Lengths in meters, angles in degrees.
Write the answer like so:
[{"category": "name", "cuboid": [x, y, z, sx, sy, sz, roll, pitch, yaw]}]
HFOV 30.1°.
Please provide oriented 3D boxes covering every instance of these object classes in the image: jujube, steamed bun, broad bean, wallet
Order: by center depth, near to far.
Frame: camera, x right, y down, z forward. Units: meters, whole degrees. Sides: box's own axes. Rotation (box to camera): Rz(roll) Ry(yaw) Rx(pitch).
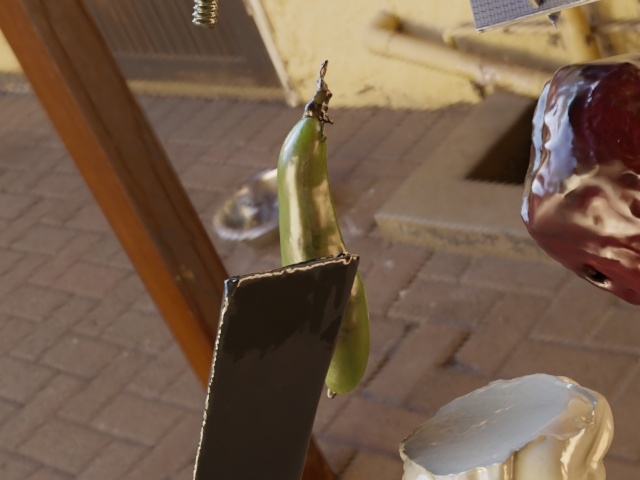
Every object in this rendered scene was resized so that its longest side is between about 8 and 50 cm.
[{"category": "steamed bun", "cuboid": [0.152, 0.186, 0.956, 0.183, 0.106, 0.183, -24, 10, 5]}, {"category": "wallet", "cuboid": [-0.049, 0.146, 1.020, 0.030, 0.285, 0.146, 29, 28, 35]}, {"category": "broad bean", "cuboid": [-0.001, 0.003, 1.107, 0.075, 0.325, 0.067, -12, 22, -16]}, {"category": "jujube", "cuboid": [0.388, -0.045, 1.288, 0.377, 0.258, 0.258, 32, 52, 9]}]

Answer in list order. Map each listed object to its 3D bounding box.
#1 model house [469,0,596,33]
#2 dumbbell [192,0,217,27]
[{"category": "model house", "cuboid": [0.132, -0.189, 0.731, 0.117, 0.167, 0.088, -11, 69, 25]}, {"category": "dumbbell", "cuboid": [-0.075, -0.292, 0.919, 0.110, 0.254, 0.110, 7, 18, -2]}]
